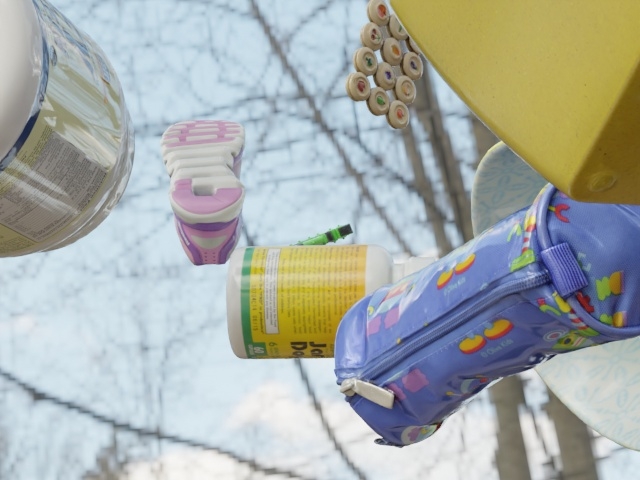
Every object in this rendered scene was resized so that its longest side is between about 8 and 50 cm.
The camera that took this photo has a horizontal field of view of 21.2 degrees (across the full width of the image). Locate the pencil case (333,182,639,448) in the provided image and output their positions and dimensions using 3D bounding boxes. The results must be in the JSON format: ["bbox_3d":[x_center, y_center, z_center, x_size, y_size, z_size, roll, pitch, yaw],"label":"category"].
[{"bbox_3d":[0.119,0.054,1.220,0.133,0.119,0.306,-25,-6,-37],"label":"pencil case"}]

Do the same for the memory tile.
[{"bbox_3d":[0.086,-0.222,2.146,0.012,0.148,0.113,-10,-33,45],"label":"memory tile"}]

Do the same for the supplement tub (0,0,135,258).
[{"bbox_3d":[-0.304,-0.114,1.484,0.235,0.235,0.325,-14,-13,9],"label":"supplement tub"}]

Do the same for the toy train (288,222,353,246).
[{"bbox_3d":[0.000,0.000,1.856,0.083,0.017,0.023,-22,-1,-33],"label":"toy train"}]

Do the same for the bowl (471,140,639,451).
[{"bbox_3d":[0.273,0.015,1.408,0.156,0.289,0.289,-27,-23,-23],"label":"bowl"}]

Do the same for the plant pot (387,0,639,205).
[{"bbox_3d":[0.182,-0.130,0.868,0.212,0.187,0.212,3,-43,-21],"label":"plant pot"}]

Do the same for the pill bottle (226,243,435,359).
[{"bbox_3d":[0.014,0.062,1.742,0.208,0.118,0.117,-1,-30,6],"label":"pill bottle"}]

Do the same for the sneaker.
[{"bbox_3d":[-0.126,-0.052,1.892,0.095,0.236,0.105,-4,-58,-1],"label":"sneaker"}]
